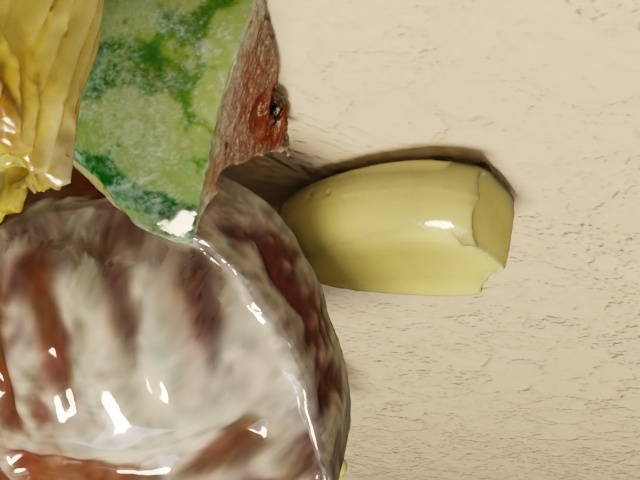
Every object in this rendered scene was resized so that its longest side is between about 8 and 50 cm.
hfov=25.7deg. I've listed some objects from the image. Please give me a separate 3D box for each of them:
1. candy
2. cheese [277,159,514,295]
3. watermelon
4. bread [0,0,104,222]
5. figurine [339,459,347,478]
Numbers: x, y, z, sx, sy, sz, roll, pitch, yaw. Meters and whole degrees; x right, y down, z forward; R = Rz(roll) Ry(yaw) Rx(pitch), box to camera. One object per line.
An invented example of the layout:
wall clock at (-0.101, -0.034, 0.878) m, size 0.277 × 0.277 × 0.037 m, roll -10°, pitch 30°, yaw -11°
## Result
candy at (-0.097, 0.088, 0.820) m, size 0.214 × 0.157 × 0.289 m, roll -13°, pitch 113°, yaw 14°
cheese at (0.000, 0.000, 0.868) m, size 0.255 × 0.050 × 0.127 m, roll -5°, pitch 156°, yaw 30°
watermelon at (-0.067, -0.088, 0.690) m, size 0.098 × 0.121 × 0.158 m, roll 17°, pitch -155°, yaw 15°
bread at (-0.212, -0.076, 0.613) m, size 0.250 × 0.133 × 0.179 m, roll -10°, pitch 136°, yaw 41°
figurine at (-0.114, 0.112, 1.048) m, size 0.394 × 0.226 × 0.274 m, roll 20°, pitch 127°, yaw -41°
